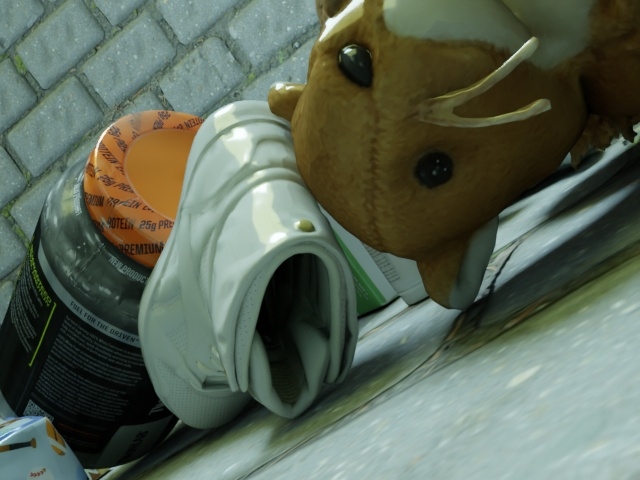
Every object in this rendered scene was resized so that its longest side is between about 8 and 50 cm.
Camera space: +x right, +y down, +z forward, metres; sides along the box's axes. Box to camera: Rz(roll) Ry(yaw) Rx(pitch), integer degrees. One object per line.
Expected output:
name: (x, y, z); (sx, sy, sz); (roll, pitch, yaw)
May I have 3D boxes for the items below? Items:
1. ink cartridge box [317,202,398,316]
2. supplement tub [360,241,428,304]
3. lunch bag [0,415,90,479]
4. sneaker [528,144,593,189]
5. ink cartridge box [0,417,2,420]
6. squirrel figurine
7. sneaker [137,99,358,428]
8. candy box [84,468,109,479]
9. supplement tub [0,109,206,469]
ink cartridge box: (0.000, 0.000, 0.848); (0.093, 0.160, 0.219); (-37, 0, -27)
supplement tub: (0.064, -0.012, 0.658); (0.071, 0.107, 0.071); (-35, 1, 1)
lunch bag: (-0.332, 0.262, 0.721); (0.243, 0.115, 0.303); (-38, 3, -36)
sneaker: (0.197, -0.083, 0.840); (0.092, 0.087, 0.228); (-49, -2, -1)
ink cartridge box: (-0.387, 0.254, 1.139); (0.104, 0.061, 0.181); (-22, 1, 7)
squirrel figurine: (0.158, -0.130, 0.518); (0.370, 0.281, 0.397); (-45, -15, 5)
sneaker: (-0.058, 0.072, 0.585); (0.108, 0.169, 0.292); (-2, -49, -20)
candy box: (-0.321, 0.288, 1.028); (0.109, 0.053, 0.187); (-35, -1, -26)
supplement tub: (-0.177, 0.053, 0.801); (0.207, 0.207, 0.338); (-35, -14, -47)
